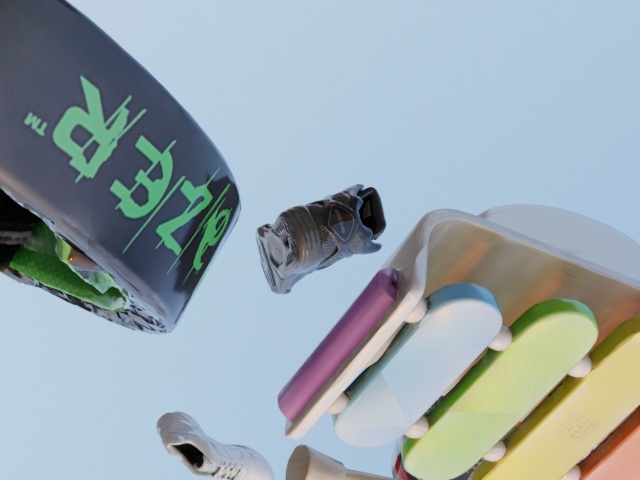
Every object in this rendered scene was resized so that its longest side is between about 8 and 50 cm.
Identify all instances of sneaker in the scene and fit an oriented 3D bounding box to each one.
[{"bbox_3d":[-0.119,0.250,1.466,0.053,0.152,0.061,-55,-161,13],"label":"sneaker"},{"bbox_3d":[0.000,0.000,1.481,0.227,0.130,0.087,139,-65,-70],"label":"sneaker"}]

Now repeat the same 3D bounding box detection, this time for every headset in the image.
[{"bbox_3d":[-0.217,-0.059,0.432,0.394,0.243,0.185,26,-104,23],"label":"headset"}]

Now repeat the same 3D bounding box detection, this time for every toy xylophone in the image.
[{"bbox_3d":[0.121,0.102,0.709,0.081,0.323,0.236,-100,-150,-47],"label":"toy xylophone"}]

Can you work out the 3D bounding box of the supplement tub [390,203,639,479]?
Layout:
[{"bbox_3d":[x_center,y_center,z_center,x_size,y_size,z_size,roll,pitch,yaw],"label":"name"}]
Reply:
[{"bbox_3d":[0.179,0.126,1.151,0.191,0.191,0.272,-121,-143,-53],"label":"supplement tub"}]
